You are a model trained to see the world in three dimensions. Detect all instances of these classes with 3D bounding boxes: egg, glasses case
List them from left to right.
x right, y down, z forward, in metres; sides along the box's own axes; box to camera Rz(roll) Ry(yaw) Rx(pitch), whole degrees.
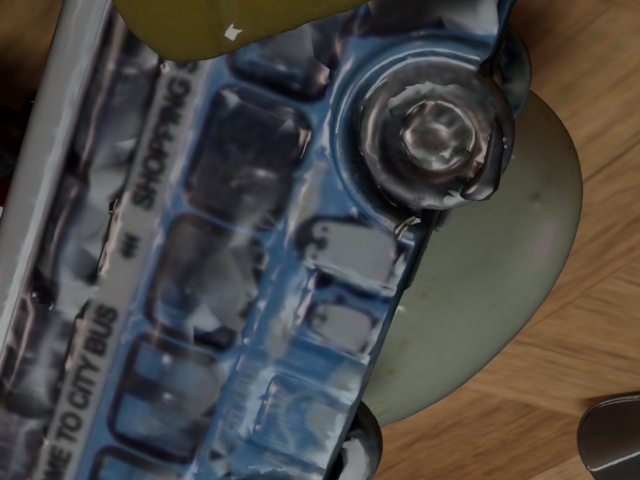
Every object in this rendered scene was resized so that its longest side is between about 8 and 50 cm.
[{"bbox_3d":[0.000,0.000,0.596,0.209,0.151,0.151,-18,145,29],"label":"egg"},{"bbox_3d":[0.214,0.147,0.962,0.072,0.042,0.190,-15,147,17],"label":"glasses case"}]

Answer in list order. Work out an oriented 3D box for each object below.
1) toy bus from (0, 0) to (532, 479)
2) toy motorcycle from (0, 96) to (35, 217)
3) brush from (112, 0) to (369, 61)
[{"bbox_3d":[-0.023,-0.004,0.464,0.131,0.106,0.297,23,110,4],"label":"toy bus"},{"bbox_3d":[-0.128,-0.005,0.683,0.122,0.082,0.213,-17,157,32],"label":"toy motorcycle"},{"bbox_3d":[-0.019,-0.146,0.322,0.123,0.059,0.197,-14,107,32],"label":"brush"}]
